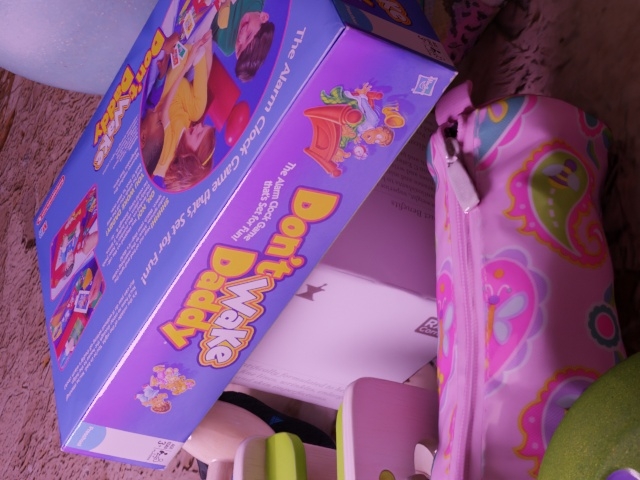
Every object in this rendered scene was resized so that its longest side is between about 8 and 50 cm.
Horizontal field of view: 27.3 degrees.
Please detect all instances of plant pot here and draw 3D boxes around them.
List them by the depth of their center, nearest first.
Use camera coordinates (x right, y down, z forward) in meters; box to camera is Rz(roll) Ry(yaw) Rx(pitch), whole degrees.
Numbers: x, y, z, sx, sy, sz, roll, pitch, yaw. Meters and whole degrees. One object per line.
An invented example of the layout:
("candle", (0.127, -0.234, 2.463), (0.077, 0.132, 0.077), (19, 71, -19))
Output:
("plant pot", (-0.148, -0.223, 1.006), (0.293, 0.196, 0.293), (-37, 22, 18))

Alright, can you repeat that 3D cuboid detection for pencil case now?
("pencil case", (0.115, 0.051, 0.757), (0.124, 0.124, 0.284), (-30, 52, 50))

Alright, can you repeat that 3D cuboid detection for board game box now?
("board game box", (-0.073, -0.053, 0.857), (0.347, 0.078, 0.233), (-54, 35, 29))

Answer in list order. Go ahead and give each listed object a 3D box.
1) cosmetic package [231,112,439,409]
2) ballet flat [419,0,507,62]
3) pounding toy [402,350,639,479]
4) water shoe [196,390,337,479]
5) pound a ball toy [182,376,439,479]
("cosmetic package", (0.000, 0.000, 0.940), (0.151, 0.151, 0.183), (-44, 40, 40))
("ballet flat", (0.126, -0.235, 0.937), (0.079, 0.077, 0.221), (6, 80, 40))
("pounding toy", (0.145, 0.135, 0.573), (0.237, 0.110, 0.182), (-28, 66, 16))
("water shoe", (-0.038, 0.180, 1.019), (0.203, 0.073, 0.080), (26, 126, 58))
("pound a ball toy", (0.013, 0.230, 0.814), (0.208, 0.136, 0.319), (-34, 49, 43))
